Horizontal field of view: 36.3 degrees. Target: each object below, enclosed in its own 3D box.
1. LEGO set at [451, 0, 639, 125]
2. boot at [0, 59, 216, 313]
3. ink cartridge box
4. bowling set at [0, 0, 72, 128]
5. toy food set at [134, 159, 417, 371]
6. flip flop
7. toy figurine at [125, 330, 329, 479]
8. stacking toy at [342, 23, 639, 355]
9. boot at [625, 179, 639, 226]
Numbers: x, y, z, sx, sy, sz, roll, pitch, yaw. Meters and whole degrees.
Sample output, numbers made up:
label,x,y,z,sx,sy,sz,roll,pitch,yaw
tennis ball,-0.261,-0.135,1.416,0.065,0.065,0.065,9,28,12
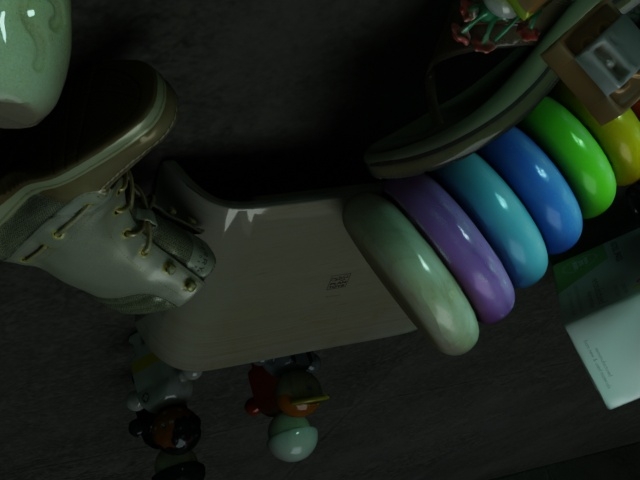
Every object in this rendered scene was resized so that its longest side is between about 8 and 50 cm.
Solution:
label,x,y,z,sx,sy,sz,roll,pitch,yaw
LEGO set,0.027,-0.144,0.474,0.287,0.132,0.107,23,146,-20
boot,-0.127,-0.023,0.650,0.213,0.077,0.165,-28,137,34
ink cartridge box,0.448,0.033,1.083,0.353,0.119,0.207,-26,-169,16
bowling set,-0.240,-0.137,0.340,0.200,0.154,0.287,-8,163,23
toy food set,0.000,0.000,0.855,0.306,0.092,0.220,-9,143,-25
flip flop,0.131,-0.141,0.630,0.277,0.080,0.112,-41,-171,19
toy figurine,-0.100,0.172,1.051,0.213,0.148,0.209,-11,155,-15
stacking toy,0.184,-0.063,0.719,0.330,0.141,0.141,-36,156,-2
boot,0.343,-0.072,0.780,0.222,0.118,0.338,-31,174,10
